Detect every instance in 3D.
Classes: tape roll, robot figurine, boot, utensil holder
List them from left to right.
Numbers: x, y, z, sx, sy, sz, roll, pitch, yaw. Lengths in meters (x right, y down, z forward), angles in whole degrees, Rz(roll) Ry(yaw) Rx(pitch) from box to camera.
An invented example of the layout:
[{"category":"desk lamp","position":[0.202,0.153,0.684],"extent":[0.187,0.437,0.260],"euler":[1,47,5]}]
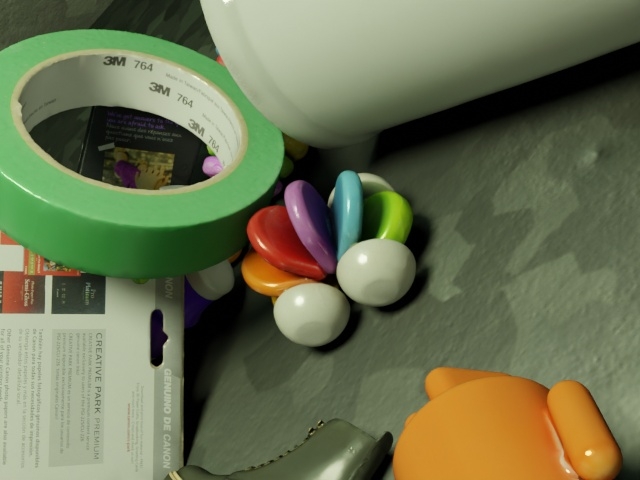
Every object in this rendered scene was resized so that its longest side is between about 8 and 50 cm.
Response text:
[{"category":"tape roll","position":[-0.201,-0.102,0.861],"extent":[0.321,0.321,0.077],"euler":[-90,18,-46]},{"category":"boot","position":[-0.036,0.204,0.717],"extent":[0.198,0.077,0.137],"euler":[14,62,40]},{"category":"utensil holder","position":[0.125,-0.291,0.807],"extent":[0.385,0.327,0.327],"euler":[-12,48,40]},{"category":"robot figurine","position":[0.121,0.170,0.499],"extent":[0.158,0.128,0.219],"euler":[-34,35,9]}]

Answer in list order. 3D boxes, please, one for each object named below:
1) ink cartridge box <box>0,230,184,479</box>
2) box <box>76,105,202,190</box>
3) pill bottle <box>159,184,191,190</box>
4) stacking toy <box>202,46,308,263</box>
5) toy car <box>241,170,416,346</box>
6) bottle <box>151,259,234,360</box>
[{"category":"ink cartridge box","position":[-0.291,0.107,0.875],"extent":[0.130,0.272,0.309],"euler":[164,108,-66]},{"category":"box","position":[-0.254,-0.112,1.124],"extent":[0.165,0.143,0.270],"euler":[-100,28,-50]},{"category":"pill bottle","position":[-0.182,-0.008,1.050],"extent":[0.067,0.067,0.120],"euler":[22,113,56]},{"category":"stacking toy","position":[-0.087,-0.111,1.053],"extent":[0.175,0.166,0.302],"euler":[8,77,56]},{"category":"toy car","position":[0.000,0.000,0.813],"extent":[0.182,0.136,0.159],"euler":[-34,35,22]},{"category":"bottle","position":[-0.230,0.094,1.007],"extent":[0.283,0.118,0.092],"euler":[-29,7,27]}]
